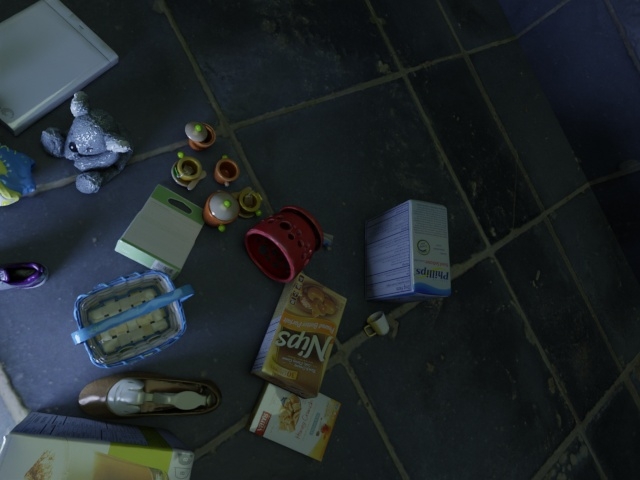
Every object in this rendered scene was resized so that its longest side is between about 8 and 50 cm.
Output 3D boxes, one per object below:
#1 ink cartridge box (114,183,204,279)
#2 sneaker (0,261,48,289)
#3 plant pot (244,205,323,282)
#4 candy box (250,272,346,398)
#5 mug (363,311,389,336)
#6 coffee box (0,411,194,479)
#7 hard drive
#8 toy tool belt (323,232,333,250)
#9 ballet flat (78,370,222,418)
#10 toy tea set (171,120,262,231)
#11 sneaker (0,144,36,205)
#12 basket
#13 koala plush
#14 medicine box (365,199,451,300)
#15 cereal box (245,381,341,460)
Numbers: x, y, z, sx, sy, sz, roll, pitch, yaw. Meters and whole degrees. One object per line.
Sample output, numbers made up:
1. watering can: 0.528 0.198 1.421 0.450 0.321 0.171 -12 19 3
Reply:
1. ink cartridge box: -0.429 -0.028 1.256 0.171 0.056 0.235 31 42 -18
2. sneaker: -0.753 0.081 1.038 0.224 0.098 0.083 -12 84 -29
3. plant pot: -0.100 0.000 1.338 0.191 0.191 0.174 50 57 -8
4. candy box: -0.055 0.273 1.326 0.183 0.087 0.316 31 56 -17
5. mug: 0.188 0.280 1.499 0.064 0.078 0.062 59 28 -13
6. coffee box: -0.489 0.559 0.920 0.335 0.338 0.337 18 70 -22
7. hard drive: -0.756 -0.470 1.199 0.233 0.047 0.353 43 63 -11
8. toy tool belt: 0.000 0.000 1.466 0.083 0.052 0.051 16 63 -22
9. ballet flat: -0.407 0.389 1.125 0.343 0.124 0.116 13 72 -24
10. toy tea set: -0.300 -0.190 1.308 0.200 0.124 0.336 -38 96 -35
11. sneaker: -0.787 -0.200 1.110 0.126 0.091 0.240 -30 92 -48
12. basket: -0.434 0.177 1.066 0.255 0.289 0.201 -21 83 -26
13. koala plush: -0.566 -0.263 1.145 0.203 0.221 0.196 -43 98 -28
14. medicine box: 0.272 0.048 1.469 0.149 0.263 0.289 7 75 -25
15. cereal box: -0.074 0.504 1.308 0.240 0.047 0.172 31 65 -17
